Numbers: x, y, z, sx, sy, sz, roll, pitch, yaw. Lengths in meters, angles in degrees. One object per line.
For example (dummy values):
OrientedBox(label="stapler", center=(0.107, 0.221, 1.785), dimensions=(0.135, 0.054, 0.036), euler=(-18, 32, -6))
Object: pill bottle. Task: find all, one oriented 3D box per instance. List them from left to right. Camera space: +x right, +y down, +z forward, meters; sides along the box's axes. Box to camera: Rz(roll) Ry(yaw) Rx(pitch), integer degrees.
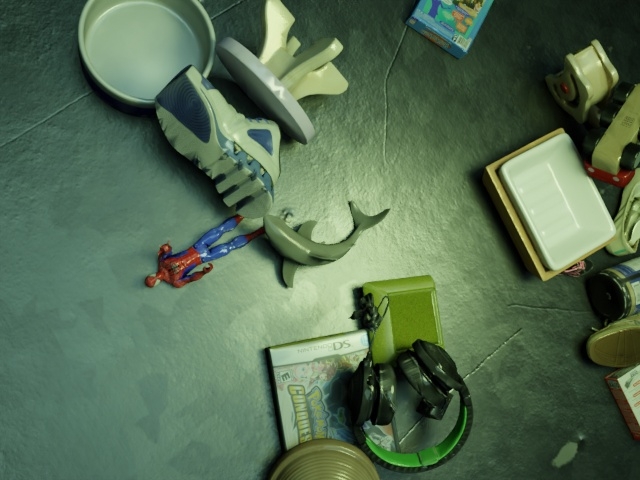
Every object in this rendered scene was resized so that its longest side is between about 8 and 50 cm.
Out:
OrientedBox(label="pill bottle", center=(0.758, 0.102, 1.762), dimensions=(0.219, 0.123, 0.123), euler=(-16, 88, -20))

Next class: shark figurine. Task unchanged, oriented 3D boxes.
OrientedBox(label="shark figurine", center=(0.021, 0.013, 1.547), dimensions=(0.278, 0.116, 0.166), euler=(-10, 102, -32))

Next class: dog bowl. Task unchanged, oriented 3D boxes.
OrientedBox(label="dog bowl", center=(-0.350, -0.387, 1.496), dimensions=(0.265, 0.104, 0.265), euler=(2, 82, -17))

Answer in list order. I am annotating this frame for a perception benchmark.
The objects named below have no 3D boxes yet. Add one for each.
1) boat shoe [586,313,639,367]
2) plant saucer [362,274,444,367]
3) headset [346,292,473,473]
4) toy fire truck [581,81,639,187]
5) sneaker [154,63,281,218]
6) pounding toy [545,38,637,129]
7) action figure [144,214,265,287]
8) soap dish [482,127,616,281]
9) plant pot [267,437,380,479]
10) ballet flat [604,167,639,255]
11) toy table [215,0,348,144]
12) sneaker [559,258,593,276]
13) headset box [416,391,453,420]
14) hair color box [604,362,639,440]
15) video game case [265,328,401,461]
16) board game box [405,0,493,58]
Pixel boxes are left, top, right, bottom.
OrientedBox(label="boat shoe", center=(0.746, 0.226, 1.773), dimensions=(0.285, 0.089, 0.104), euler=(-9, 111, -15))
OrientedBox(label="plant saucer", center=(0.191, 0.172, 1.599), dimensions=(0.188, 0.045, 0.188), euler=(-5, 84, -31))
OrientedBox(label="headset", center=(0.159, 0.287, 1.458), dimensions=(0.243, 0.185, 0.394), euler=(-21, 103, 2))
OrientedBox(label="toy fire truck", center=(0.678, -0.212, 1.697), dimensions=(0.158, 0.246, 0.217), euler=(27, 74, 31))
OrientedBox(label="sneaker", center=(-0.182, -0.210, 1.487), dimensions=(0.315, 0.127, 0.182), euler=(54, 32, -20))
OrientedBox(label="pounding toy", center=(0.636, -0.381, 1.746), dimensions=(0.155, 0.269, 0.154), euler=(-30, 67, 1))
OrientedBox(label="action figure", center=(-0.221, 0.012, 1.471), dimensions=(0.280, 0.139, 0.091), euler=(-32, 92, -16))
OrientedBox(label="soap dish", center=(0.521, -0.081, 1.717), dimensions=(0.229, 0.118, 0.291), euler=(-27, 92, -18))
OrientedBox(label="plant pot", center=(0.010, 0.518, 1.448), dimensions=(0.237, 0.110, 0.237), euler=(-1, 99, -5))
OrientedBox(label="ballet flat", center=(0.771, -0.073, 1.813), dimensions=(0.086, 0.086, 0.248), euler=(29, 75, -12))
OrientedBox(label="toy table", center=(-0.069, -0.348, 1.520), dimensions=(0.161, 0.252, 0.274), euler=(-49, 133, -8))
OrientedBox(label="sneaker", center=(0.599, 0.061, 1.755), dimensions=(0.119, 0.057, 0.047), euler=(-3, 82, -19))
OrientedBox(label="headset box", center=(0.246, 0.348, 1.593), dimensions=(0.032, 0.083, 0.062), euler=(33, 74, -10))
OrientedBox(label="hair color box", center=(0.756, 0.379, 1.763), dimensions=(0.093, 0.053, 0.167), euler=(-26, 92, -17))
OrientedBox(label="video game case", center=(0.028, 0.336, 1.553), dimensions=(0.248, 0.035, 0.275), euler=(-8, 85, -18))
OrientedBox(label="board game box", center=(0.314, -0.558, 1.753), dimensions=(0.160, 0.047, 0.210), euler=(31, 75, -11))
